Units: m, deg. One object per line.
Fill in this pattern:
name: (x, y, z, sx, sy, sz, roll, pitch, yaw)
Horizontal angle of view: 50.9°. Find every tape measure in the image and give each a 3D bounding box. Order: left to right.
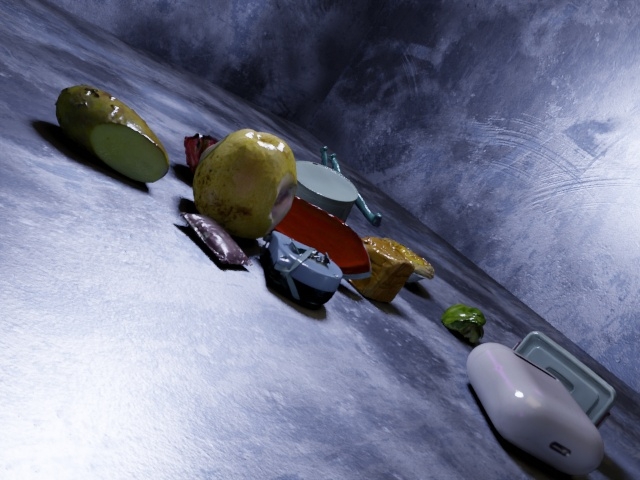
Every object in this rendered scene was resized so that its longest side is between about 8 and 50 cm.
tape measure: (-0.040, 0.067, 1.549, 0.181, 0.107, 0.182, 21, 14, -22)

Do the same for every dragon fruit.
dragon fruit: (-0.288, -0.214, 1.890, 0.261, 0.163, 0.189, 20, 52, -58)

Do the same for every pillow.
pillow: (-0.230, -0.006, 1.482, 0.185, 0.043, 0.118, 40, 12, 25)

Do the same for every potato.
potato: (-0.472, -0.248, 1.547, 0.298, 0.141, 0.176, 33, 22, -4)

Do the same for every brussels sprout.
brussels sprout: (0.453, 0.250, 2.126, 0.139, 0.101, 0.181, 16, 23, 6)

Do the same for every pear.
pear: (-0.177, -0.138, 1.638, 0.271, 0.271, 0.271, 32, 13, -8)

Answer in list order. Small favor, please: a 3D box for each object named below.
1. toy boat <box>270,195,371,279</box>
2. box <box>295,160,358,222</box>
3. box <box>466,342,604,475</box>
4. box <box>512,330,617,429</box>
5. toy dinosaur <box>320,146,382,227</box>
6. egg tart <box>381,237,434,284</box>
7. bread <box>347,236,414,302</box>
toy boat: (0.000, 0.000, 1.830, 0.331, 0.145, 0.133, 33, -10, 6)
box: (-0.015, -0.123, 2.067, 0.226, 0.149, 0.226, 20, 27, -10)
box: (0.505, 0.394, 1.612, 0.288, 0.141, 0.349, 30, 14, -13)
box: (0.654, 0.407, 1.854, 0.294, 0.193, 0.167, 41, 6, 29)
toy dinosaur: (0.043, -0.113, 2.252, 0.129, 0.383, 0.331, -14, 71, -33)
egg tart: (0.284, 0.079, 2.315, 0.234, 0.094, 0.234, 29, 14, -8)
bread: (0.162, 0.081, 1.913, 0.158, 0.143, 0.149, 38, 13, 32)
